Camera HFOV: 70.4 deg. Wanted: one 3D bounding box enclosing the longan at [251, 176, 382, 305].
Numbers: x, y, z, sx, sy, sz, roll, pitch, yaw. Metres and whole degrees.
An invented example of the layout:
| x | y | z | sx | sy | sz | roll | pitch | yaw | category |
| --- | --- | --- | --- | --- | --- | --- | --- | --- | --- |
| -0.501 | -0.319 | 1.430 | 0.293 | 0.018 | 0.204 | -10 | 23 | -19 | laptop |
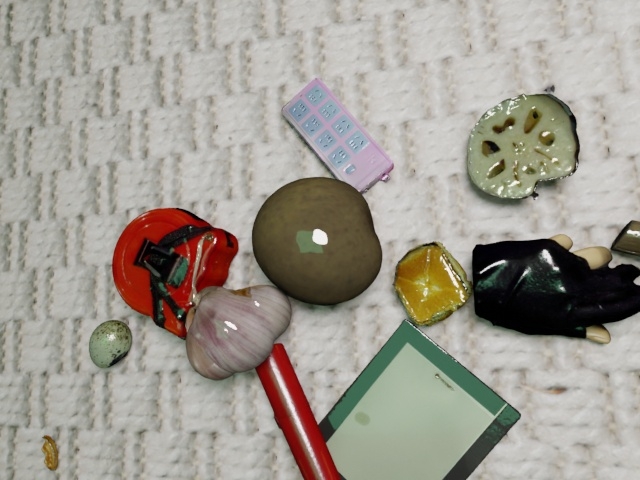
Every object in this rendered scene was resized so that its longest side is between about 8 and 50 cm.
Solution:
| x | y | z | sx | sy | sz | roll | pitch | yaw | category |
| --- | --- | --- | --- | --- | --- | --- | --- | --- | --- |
| 0.000 | 0.000 | 0.833 | 0.249 | 0.248 | 0.247 | -2 | 82 | 15 | longan |

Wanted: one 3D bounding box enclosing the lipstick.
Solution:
| x | y | z | sx | sy | sz | roll | pitch | yaw | category |
| --- | --- | --- | --- | --- | --- | --- | --- | --- | --- |
| -0.049 | 0.336 | 0.866 | 0.073 | 0.073 | 0.279 | -31 | 70 | 9 | lipstick |

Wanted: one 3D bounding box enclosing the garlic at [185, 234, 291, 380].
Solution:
| x | y | z | sx | sy | sz | roll | pitch | yaw | category |
| --- | --- | --- | --- | --- | --- | --- | --- | --- | --- |
| -0.177 | 0.128 | 0.877 | 0.207 | 0.207 | 0.256 | -27 | 77 | 10 | garlic |

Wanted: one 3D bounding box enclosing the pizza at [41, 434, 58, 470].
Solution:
| x | y | z | sx | sy | sz | roll | pitch | yaw | category |
| --- | --- | --- | --- | --- | --- | --- | --- | --- | --- |
| -0.617 | 0.485 | 1.035 | 0.037 | 0.016 | 0.083 | -21 | 82 | 10 | pizza |

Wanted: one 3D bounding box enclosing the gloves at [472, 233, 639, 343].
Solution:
| x | y | z | sx | sy | sz | roll | pitch | yaw | category |
| --- | --- | --- | --- | --- | --- | --- | --- | --- | --- |
| 0.406 | 0.085 | 0.763 | 0.302 | 0.152 | 0.197 | -8 | 106 | 1 | gloves |

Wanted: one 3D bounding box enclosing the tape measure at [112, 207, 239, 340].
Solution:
| x | y | z | sx | sy | sz | roll | pitch | yaw | category |
| --- | --- | --- | --- | --- | --- | --- | --- | --- | --- |
| -0.316 | 0.059 | 0.961 | 0.261 | 0.114 | 0.253 | 21 | 88 | 16 | tape measure |

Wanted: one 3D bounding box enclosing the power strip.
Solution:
| x | y | z | sx | sy | sz | roll | pitch | yaw | category |
| --- | --- | --- | --- | --- | --- | --- | --- | --- | --- |
| 0.032 | -0.215 | 0.944 | 0.109 | 0.037 | 0.278 | -40 | 75 | 6 | power strip |

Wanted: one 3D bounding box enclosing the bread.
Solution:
| x | y | z | sx | sy | sz | roll | pitch | yaw | category |
| --- | --- | --- | --- | --- | --- | --- | --- | --- | --- |
| 0.200 | 0.079 | 0.831 | 0.128 | 0.069 | 0.140 | -38 | 65 | 21 | bread |

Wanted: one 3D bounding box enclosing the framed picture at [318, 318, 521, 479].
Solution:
| x | y | z | sx | sy | sz | roll | pitch | yaw | category |
| --- | --- | --- | --- | --- | --- | --- | --- | --- | --- |
| 0.155 | 0.362 | 0.848 | 0.265 | 0.016 | 0.347 | 39 | 94 | 16 | framed picture |

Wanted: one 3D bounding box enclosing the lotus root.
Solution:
| x | y | z | sx | sy | sz | roll | pitch | yaw | category |
| --- | --- | --- | --- | --- | --- | --- | --- | --- | --- |
| 0.370 | -0.160 | 0.831 | 0.184 | 0.078 | 0.203 | 2 | 76 | 29 | lotus root |

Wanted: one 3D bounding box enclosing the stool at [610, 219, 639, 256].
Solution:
| x | y | z | sx | sy | sz | roll | pitch | yaw | category |
| --- | --- | --- | --- | --- | --- | --- | --- | --- | --- |
| 0.626 | -0.070 | 0.634 | 0.226 | 0.310 | 0.310 | 34 | 91 | 20 | stool |

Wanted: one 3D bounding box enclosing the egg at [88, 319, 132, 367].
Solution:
| x | y | z | sx | sy | sz | roll | pitch | yaw | category |
| --- | --- | --- | --- | --- | --- | --- | --- | --- | --- |
| -0.460 | 0.227 | 0.991 | 0.085 | 0.085 | 0.110 | 20 | 91 | 16 | egg |
